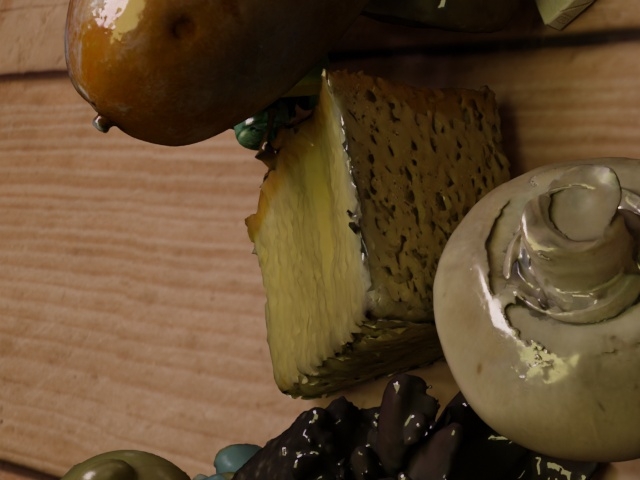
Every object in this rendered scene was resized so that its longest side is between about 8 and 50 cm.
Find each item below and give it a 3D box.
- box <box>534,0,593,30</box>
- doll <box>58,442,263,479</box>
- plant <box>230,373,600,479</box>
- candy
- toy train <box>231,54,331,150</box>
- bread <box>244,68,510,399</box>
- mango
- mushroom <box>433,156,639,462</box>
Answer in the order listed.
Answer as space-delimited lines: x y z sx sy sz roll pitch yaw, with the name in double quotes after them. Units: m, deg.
0.239 -0.262 1.443 0.167 0.024 0.090 -41 51 33 "box"
-0.141 0.275 1.532 0.177 0.260 0.161 -58 46 18 "doll"
0.061 0.221 1.390 0.320 0.181 0.194 -31 57 45 "plant"
0.092 -0.240 1.524 0.234 0.102 0.104 22 96 58 "candy"
-0.072 -0.275 1.644 0.237 0.150 0.369 113 147 -60 "toy train"
0.000 0.000 1.458 0.315 0.279 0.248 -24 71 29 "bread"
-0.054 -0.234 1.403 0.384 0.221 0.199 -44 56 -5 "mango"
0.197 0.035 1.241 0.246 0.202 0.246 -12 50 15 "mushroom"
